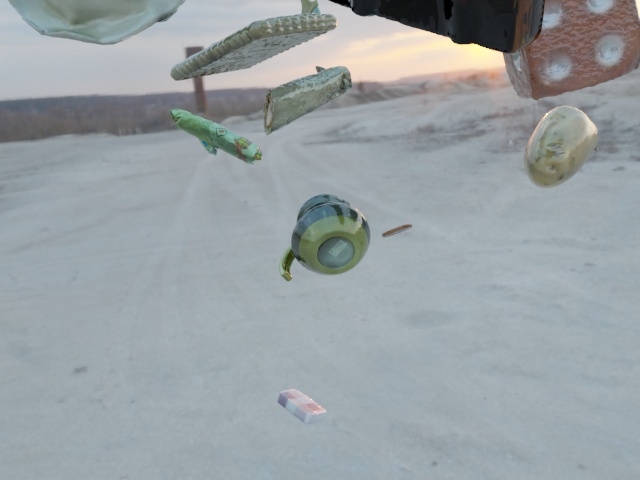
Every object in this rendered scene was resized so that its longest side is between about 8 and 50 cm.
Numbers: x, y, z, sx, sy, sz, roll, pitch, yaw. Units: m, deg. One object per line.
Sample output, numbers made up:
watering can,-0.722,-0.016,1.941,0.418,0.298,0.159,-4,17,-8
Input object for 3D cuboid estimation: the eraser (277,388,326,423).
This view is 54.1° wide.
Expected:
eraser,-0.042,0.369,1.395,0.105,0.026,0.065,26,14,37

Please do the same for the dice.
dice,0.393,-0.331,1.005,0.179,0.174,0.175,-15,12,11

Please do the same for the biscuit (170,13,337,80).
biscuit,-0.141,-0.386,1.248,0.217,0.044,0.325,-25,13,-38

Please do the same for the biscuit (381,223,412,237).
biscuit,0.218,-0.030,1.782,0.091,0.015,0.078,-21,-7,17

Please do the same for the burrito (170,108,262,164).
burrito,-0.298,-0.282,1.769,0.288,0.104,0.054,27,51,-2

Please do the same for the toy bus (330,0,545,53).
toy bus,0.137,-0.353,0.878,0.092,0.093,0.409,-26,40,-24

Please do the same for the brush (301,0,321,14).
brush,-0.040,-0.585,1.502,0.011,0.205,0.083,0,-24,-33

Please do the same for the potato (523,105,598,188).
potato,0.479,-0.182,1.244,0.128,0.161,0.235,26,19,14

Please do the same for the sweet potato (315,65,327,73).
sweet potato,0.017,-0.463,1.769,0.095,0.034,0.034,42,29,11

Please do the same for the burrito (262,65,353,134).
burrito,-0.030,-0.300,1.295,0.226,0.087,0.060,-29,30,-24

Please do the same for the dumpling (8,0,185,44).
dumpling,-0.445,-0.505,1.226,0.341,0.260,0.181,17,-6,-25

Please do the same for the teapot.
teapot,0.000,0.000,1.030,0.166,0.130,0.119,-35,30,10
